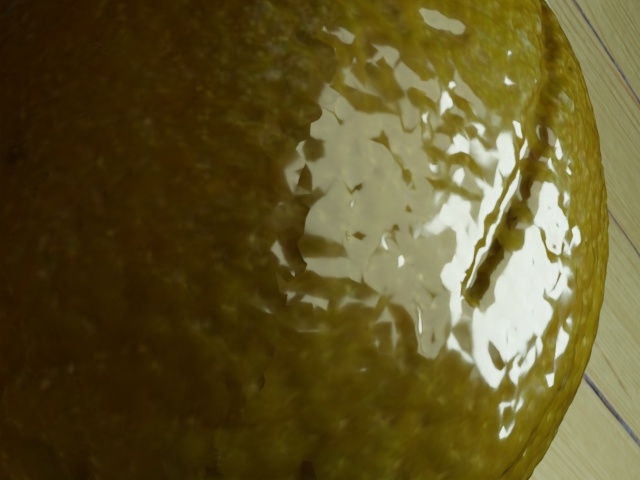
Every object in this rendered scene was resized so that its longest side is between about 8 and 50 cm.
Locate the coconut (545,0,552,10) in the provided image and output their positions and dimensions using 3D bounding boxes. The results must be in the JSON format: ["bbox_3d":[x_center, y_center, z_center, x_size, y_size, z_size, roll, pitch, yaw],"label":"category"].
[{"bbox_3d":[0.129,-0.158,1.538,0.122,0.116,0.116,60,26,-25],"label":"coconut"}]

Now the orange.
[{"bbox_3d":[-0.042,0.009,0.801,0.322,0.322,0.357,53,36,-38],"label":"orange"}]
